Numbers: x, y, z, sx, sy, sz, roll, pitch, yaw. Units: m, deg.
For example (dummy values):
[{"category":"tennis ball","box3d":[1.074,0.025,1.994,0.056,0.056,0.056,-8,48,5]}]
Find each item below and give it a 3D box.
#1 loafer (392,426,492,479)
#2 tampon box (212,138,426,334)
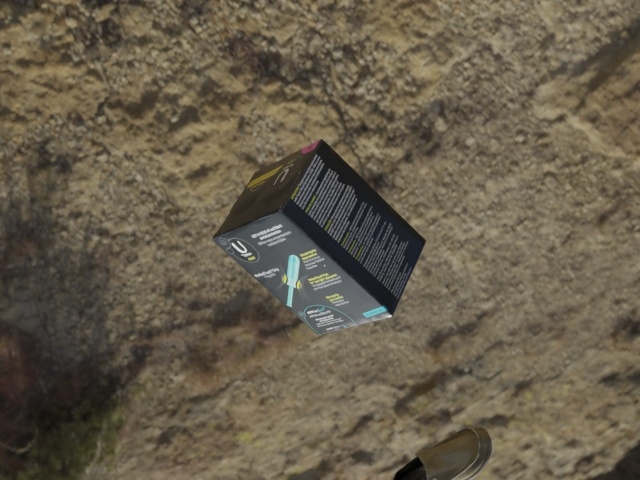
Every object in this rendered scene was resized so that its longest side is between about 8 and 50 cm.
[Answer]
[{"category":"loafer","box3d":[0.149,0.281,1.091,0.050,0.056,0.148,23,121,-42]},{"category":"tampon box","box3d":[0.000,0.000,0.886,0.161,0.101,0.120,44,143,-22]}]
